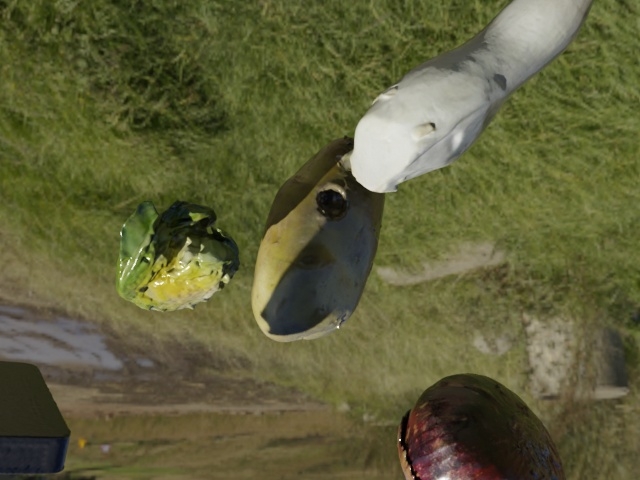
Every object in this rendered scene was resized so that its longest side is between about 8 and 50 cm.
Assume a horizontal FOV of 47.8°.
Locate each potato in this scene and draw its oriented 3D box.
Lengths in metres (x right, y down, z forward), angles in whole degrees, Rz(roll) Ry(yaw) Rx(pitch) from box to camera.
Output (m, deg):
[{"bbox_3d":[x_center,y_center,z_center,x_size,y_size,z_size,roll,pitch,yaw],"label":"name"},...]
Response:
[{"bbox_3d":[0.000,0.000,0.990,0.141,0.296,0.191,19,173,36],"label":"potato"}]

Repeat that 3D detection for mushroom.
[{"bbox_3d":[0.172,-0.178,0.763,0.351,0.097,0.109,-42,154,-11],"label":"mushroom"}]

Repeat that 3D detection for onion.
[{"bbox_3d":[0.212,0.299,0.959,0.190,0.246,0.246,-45,142,22],"label":"onion"}]

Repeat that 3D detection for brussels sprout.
[{"bbox_3d":[-0.164,0.023,0.814,0.139,0.101,0.181,-26,168,-9],"label":"brussels sprout"}]

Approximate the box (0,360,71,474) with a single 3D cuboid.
[{"bbox_3d":[-0.498,0.242,1.043,0.211,0.058,0.350,10,-176,-29],"label":"box"}]
